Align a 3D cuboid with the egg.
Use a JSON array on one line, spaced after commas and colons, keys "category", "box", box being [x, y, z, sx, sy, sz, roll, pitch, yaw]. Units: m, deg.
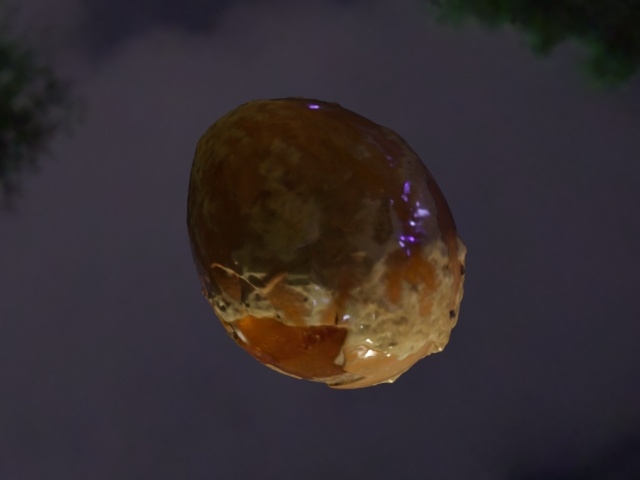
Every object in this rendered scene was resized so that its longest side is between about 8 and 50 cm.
[{"category": "egg", "box": [0.000, 0.000, 1.308, 0.195, 0.233, 0.195, -42, -179, 1]}]
